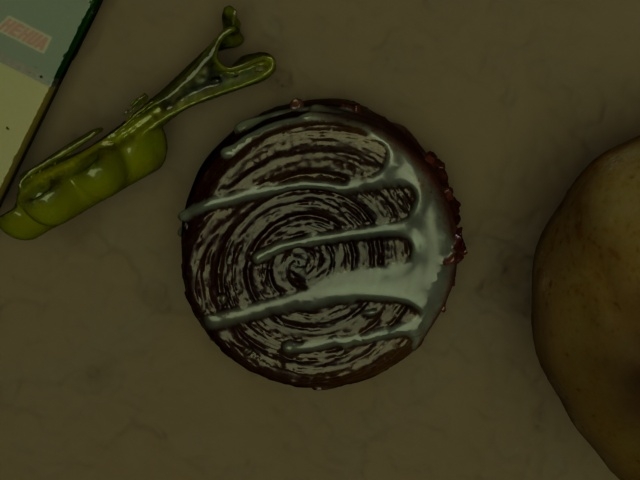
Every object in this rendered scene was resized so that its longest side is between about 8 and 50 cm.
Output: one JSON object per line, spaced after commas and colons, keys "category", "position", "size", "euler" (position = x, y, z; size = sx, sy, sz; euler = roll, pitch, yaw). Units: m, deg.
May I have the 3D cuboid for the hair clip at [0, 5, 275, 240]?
{"category": "hair clip", "position": [-0.103, -0.057, 0.989], "size": [0.173, 0.072, 0.046], "euler": [-38, 95, -4]}

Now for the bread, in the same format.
{"category": "bread", "position": [0.000, 0.000, 0.992], "size": [0.161, 0.073, 0.160], "euler": [0, 99, 0]}

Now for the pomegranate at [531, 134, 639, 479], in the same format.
{"category": "pomegranate", "position": [0.209, 0.035, 0.941], "size": [0.207, 0.207, 0.207], "euler": [0, 99, 0]}

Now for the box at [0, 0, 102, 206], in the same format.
{"category": "box", "position": [-0.222, -0.073, 0.998], "size": [0.132, 0.034, 0.235], "euler": [26, 99, -4]}
